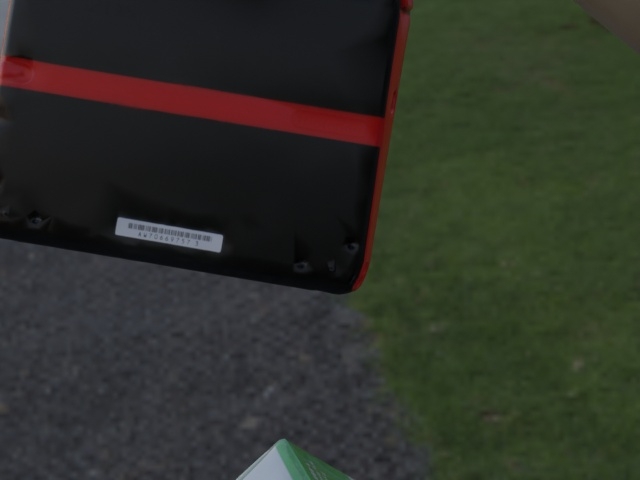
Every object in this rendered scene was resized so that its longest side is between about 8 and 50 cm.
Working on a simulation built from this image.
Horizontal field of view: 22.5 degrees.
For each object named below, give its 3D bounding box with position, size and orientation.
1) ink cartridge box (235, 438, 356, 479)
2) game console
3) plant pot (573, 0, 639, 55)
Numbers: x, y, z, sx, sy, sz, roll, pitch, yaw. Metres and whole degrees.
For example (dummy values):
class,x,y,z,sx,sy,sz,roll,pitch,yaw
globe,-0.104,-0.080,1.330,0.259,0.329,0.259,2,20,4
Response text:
class,x,y,z,sx,sy,sz,roll,pitch,yaw
ink cartridge box,0.063,0.284,1.069,0.289,0.121,0.211,35,14,-40
game console,-0.121,-0.144,1.547,0.386,0.342,0.060,9,6,2
plant pot,0.290,-0.237,1.123,0.280,0.323,0.323,27,24,15
